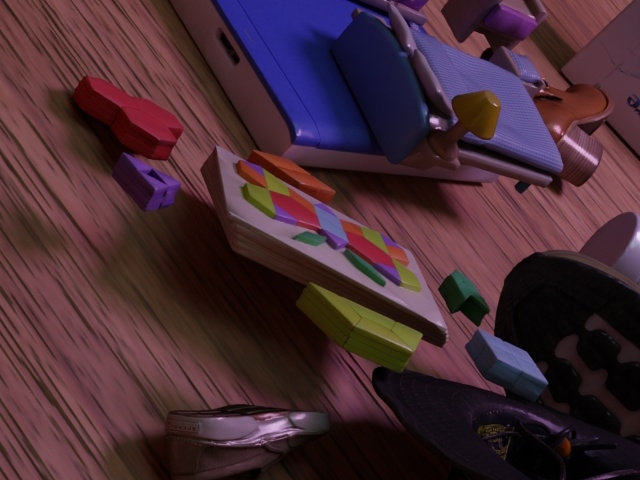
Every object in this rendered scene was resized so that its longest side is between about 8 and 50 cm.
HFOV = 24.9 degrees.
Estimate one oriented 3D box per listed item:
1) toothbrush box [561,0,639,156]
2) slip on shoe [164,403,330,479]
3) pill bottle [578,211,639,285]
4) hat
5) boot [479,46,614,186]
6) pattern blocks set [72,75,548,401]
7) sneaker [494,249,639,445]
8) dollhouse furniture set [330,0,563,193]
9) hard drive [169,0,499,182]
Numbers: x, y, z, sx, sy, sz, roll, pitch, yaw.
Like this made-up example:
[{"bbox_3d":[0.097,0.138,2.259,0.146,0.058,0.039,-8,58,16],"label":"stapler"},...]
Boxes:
[{"bbox_3d":[0.469,-0.228,1.700,0.216,0.295,0.126,47,27,5],"label":"toothbrush box"},{"bbox_3d":[-0.041,0.119,0.845,0.135,0.051,0.041,7,86,-60],"label":"slip on shoe"},{"bbox_3d":[0.330,0.078,1.300,0.221,0.124,0.124,38,29,-11],"label":"pill bottle"},{"bbox_3d":[0.162,0.197,0.881,0.331,0.133,0.331,22,4,-2],"label":"hat"},{"bbox_3d":[0.228,-0.151,1.521,0.152,0.073,0.197,36,27,-9],"label":"boot"},{"bbox_3d":[0.000,0.000,0.978,0.325,0.026,0.285,24,18,-32],"label":"pattern blocks set"},{"bbox_3d":[0.281,0.135,1.158,0.410,0.158,0.182,42,22,-22],"label":"sneaker"},{"bbox_3d":[0.174,-0.190,1.266,0.286,0.198,0.303,14,42,-41],"label":"dollhouse furniture set"},{"bbox_3d":[0.022,-0.147,1.269,0.319,0.040,0.210,2,50,-52],"label":"hard drive"}]
